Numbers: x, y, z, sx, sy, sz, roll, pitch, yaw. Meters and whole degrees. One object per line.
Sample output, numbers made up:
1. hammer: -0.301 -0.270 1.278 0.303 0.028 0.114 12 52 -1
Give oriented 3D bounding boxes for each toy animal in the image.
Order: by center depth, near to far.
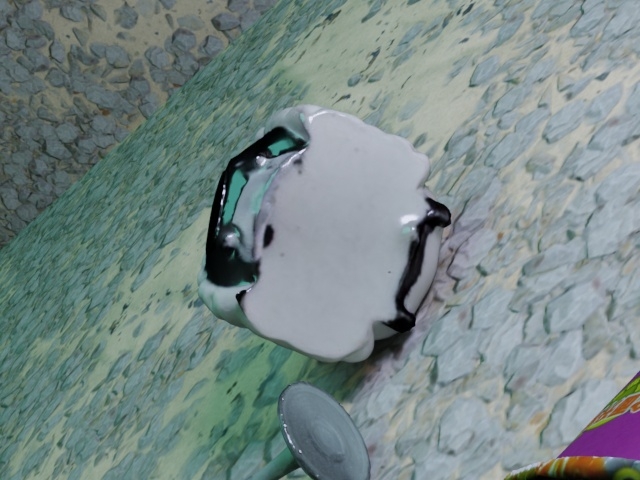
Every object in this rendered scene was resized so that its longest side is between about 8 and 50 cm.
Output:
1. toy animal: 0.000 0.000 1.057 0.156 0.204 0.208 156 134 -78

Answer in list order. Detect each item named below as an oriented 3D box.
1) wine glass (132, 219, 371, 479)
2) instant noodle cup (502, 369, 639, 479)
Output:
1. wine glass: -0.152 0.168 0.975 0.309 0.264 0.096 -39 -6 26
2. instant noodle cup: 0.211 0.093 0.401 0.190 0.251 0.251 -47 18 -24
